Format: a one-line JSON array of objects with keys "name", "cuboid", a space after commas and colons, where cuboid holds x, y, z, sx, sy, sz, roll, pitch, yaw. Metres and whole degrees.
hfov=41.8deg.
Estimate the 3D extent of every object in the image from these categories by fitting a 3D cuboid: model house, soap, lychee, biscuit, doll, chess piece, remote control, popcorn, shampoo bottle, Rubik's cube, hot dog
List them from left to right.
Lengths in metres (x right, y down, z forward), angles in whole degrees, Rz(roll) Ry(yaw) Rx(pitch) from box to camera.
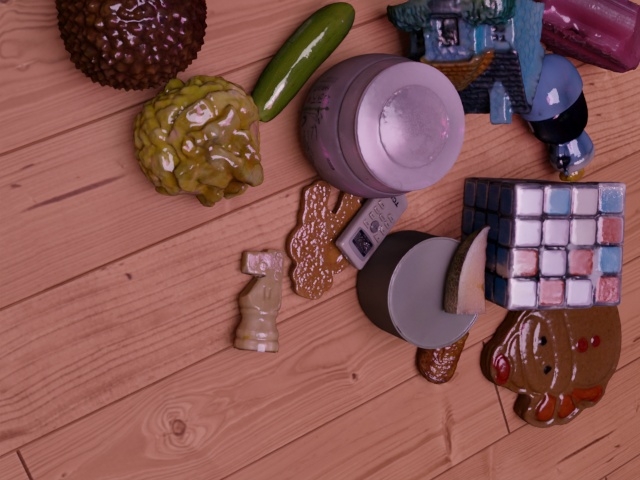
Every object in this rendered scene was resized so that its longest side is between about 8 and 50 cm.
[{"name": "lychee", "cuboid": [-0.306, -0.375, 1.380, 0.267, 0.267, 0.268, -4, 99, -23]}, {"name": "popcorn", "cuboid": [-0.201, -0.171, 1.486, 0.259, 0.212, 0.259, -2, 96, -16]}, {"name": "chess piece", "cuboid": [-0.117, 0.115, 1.638, 0.090, 0.090, 0.201, 8, 84, -24]}, {"name": "biscuit", "cuboid": [0.003, 0.002, 1.690, 0.143, 0.040, 0.237, 17, 91, -21]}, {"name": "remote control", "cuboid": [0.109, -0.037, 1.711, 0.190, 0.029, 0.087, -52, 128, -20]}, {"name": "shampoo bottle", "cuboid": [0.111, -0.214, 1.579, 0.272, 0.266, 0.273, -3, 98, -23]}, {"name": "hot dog", "cuboid": [0.268, 0.240, 1.827, 0.099, 0.065, 0.147, 11, 105, -25]}, {"name": "model house", "cuboid": [0.273, -0.345, 1.626, 0.225, 0.261, 0.241, -16, 108, -51]}, {"name": "Rubik's cube", "cuboid": [0.456, 0.000, 1.750, 0.253, 0.259, 0.257, 0, 96, -15]}, {"name": "biscuit", "cuboid": [0.546, 0.258, 1.956, 0.380, 0.074, 0.359, -14, 101, -25]}, {"name": "doll", "cuboid": [0.507, -0.276, 1.816, 0.177, 0.141, 0.314, -57, 131, -41]}, {"name": "soap", "cuboid": [0.548, -0.455, 1.761, 0.324, 0.220, 0.127, 20, 96, -21]}]

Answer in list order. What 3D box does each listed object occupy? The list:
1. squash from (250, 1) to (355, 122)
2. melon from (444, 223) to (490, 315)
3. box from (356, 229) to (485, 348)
[{"name": "squash", "cuboid": [-0.041, -0.344, 1.592, 0.082, 0.082, 0.292, 43, 81, -23]}, {"name": "melon", "cuboid": [0.295, 0.059, 1.656, 0.097, 0.054, 0.182, -2, 97, -29]}, {"name": "box", "cuboid": [0.204, 0.096, 1.729, 0.226, 0.149, 0.226, -4, 99, -23]}]
